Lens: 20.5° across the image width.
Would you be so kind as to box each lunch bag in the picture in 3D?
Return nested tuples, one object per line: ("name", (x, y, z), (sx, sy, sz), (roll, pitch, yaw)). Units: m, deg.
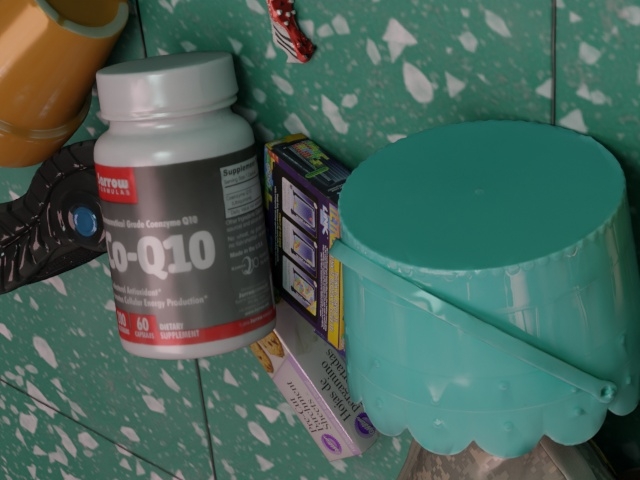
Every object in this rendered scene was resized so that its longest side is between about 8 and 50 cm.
("lunch bag", (0.197, 0.257, 1.672), (0.235, 0.169, 0.287), (58, 152, 28))

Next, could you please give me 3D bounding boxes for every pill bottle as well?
("pill bottle", (-0.138, -0.037, 1.757), (0.161, 0.161, 0.283), (5, 108, 44))

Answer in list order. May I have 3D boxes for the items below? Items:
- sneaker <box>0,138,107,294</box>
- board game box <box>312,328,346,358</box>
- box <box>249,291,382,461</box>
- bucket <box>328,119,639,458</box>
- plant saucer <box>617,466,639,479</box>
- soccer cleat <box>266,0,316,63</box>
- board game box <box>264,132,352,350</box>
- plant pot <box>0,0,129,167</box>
("sneaker", (-0.260, -0.041, 1.977), (0.341, 0.140, 0.125), (-20, 91, 39))
("board game box", (0.074, 0.070, 1.789), (0.136, 0.035, 0.201), (40, 143, 13))
("box", (-0.043, 0.090, 1.908), (0.067, 0.063, 0.324), (-21, 106, 53))
("bucket", (0.141, 0.033, 1.498), (0.281, 0.281, 0.183), (18, 131, 36))
("plant saucer", (0.361, 0.285, 1.681), (0.199, 0.036, 0.198), (29, 140, 27))
("soccer cleat", (-0.036, -0.202, 1.662), (0.036, 0.029, 0.083), (-6, 122, 45))
("board game box", (0.000, 0.000, 1.744), (0.141, 0.048, 0.170), (40, 140, 42))
("plant pot", (-0.298, -0.209, 1.812), (0.205, 0.205, 0.188), (50, 128, -1))
